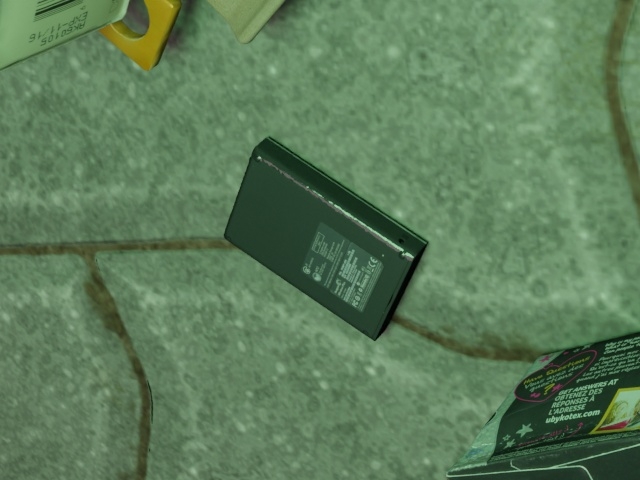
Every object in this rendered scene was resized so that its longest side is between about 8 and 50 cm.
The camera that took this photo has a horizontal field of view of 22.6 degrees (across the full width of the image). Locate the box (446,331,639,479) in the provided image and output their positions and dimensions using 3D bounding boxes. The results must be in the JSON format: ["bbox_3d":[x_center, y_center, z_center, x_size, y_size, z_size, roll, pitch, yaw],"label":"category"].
[{"bbox_3d":[0.224,0.191,1.001,0.163,0.142,0.247,-19,108,45],"label":"box"}]

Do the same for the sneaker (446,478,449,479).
[{"bbox_3d":[0.136,0.244,1.160,0.064,0.067,0.175,-13,111,44],"label":"sneaker"}]

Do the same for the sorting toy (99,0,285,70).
[{"bbox_3d":[-0.059,-0.241,0.961,0.196,0.047,0.348,49,136,2],"label":"sorting toy"}]

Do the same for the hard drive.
[{"bbox_3d":[0.000,0.000,1.111,0.135,0.022,0.094,34,136,11],"label":"hard drive"}]

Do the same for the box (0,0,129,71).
[{"bbox_3d":[-0.252,-0.262,0.995,0.311,0.121,0.148,42,139,19],"label":"box"}]
